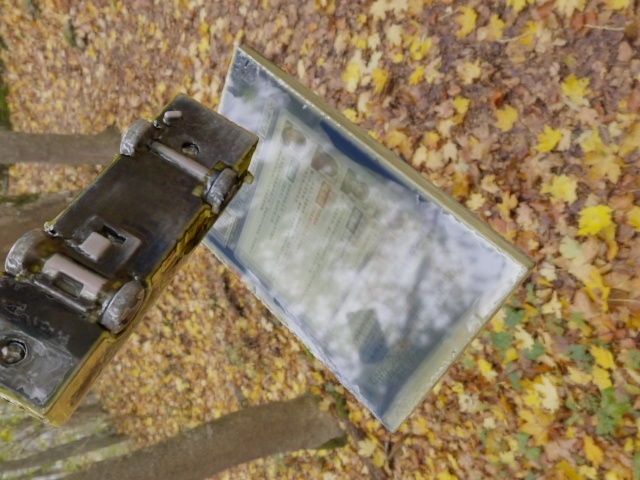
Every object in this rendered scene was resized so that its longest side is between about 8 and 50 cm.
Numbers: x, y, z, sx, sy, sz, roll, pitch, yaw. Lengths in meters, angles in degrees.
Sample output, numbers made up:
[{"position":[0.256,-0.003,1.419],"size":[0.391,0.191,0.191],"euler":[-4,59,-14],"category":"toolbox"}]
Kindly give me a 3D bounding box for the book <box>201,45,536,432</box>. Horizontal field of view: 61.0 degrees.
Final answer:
[{"position":[0.000,0.000,0.504],"size":[0.322,0.018,0.228],"euler":[42,129,20],"category":"book"}]

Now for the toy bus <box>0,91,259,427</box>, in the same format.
[{"position":[-0.122,0.002,0.347],"size":[0.226,0.081,0.074],"euler":[-62,0,-34],"category":"toy bus"}]
